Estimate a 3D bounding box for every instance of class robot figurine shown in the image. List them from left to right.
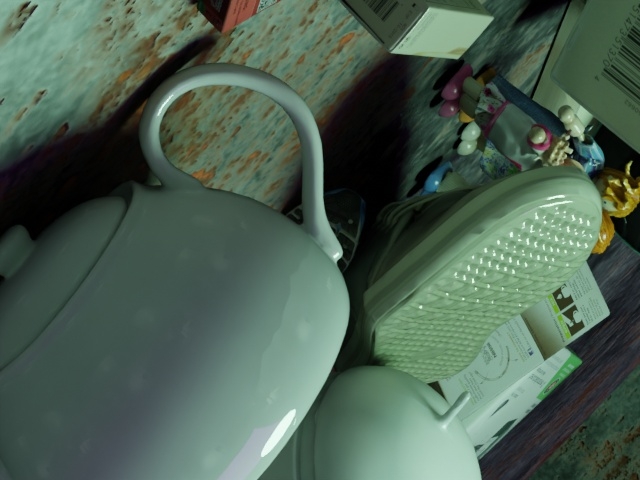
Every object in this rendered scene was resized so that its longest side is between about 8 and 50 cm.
[{"bbox_3d":[-0.018,0.215,1.529,0.353,0.300,0.200,-15,-160,27],"label":"robot figurine"}]

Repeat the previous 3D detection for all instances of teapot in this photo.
[{"bbox_3d":[-0.115,0.052,1.126,0.252,0.187,0.256,-34,-158,45],"label":"teapot"}]

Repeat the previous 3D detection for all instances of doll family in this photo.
[{"bbox_3d":[0.187,-0.061,1.551,0.118,0.163,0.263,-44,164,-20],"label":"doll family"}]

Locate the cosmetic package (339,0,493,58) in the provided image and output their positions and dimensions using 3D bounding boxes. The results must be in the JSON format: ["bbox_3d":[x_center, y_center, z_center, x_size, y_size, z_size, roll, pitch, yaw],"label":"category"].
[{"bbox_3d":[0.062,-0.154,1.228,0.041,0.060,0.115,-49,161,20],"label":"cosmetic package"}]

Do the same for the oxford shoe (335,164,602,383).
[{"bbox_3d":[0.094,0.016,1.511,0.169,0.130,0.449,-8,165,-15],"label":"oxford shoe"}]

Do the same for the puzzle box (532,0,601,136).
[{"bbox_3d":[0.298,-0.163,1.764,0.272,0.052,0.409,-36,162,-24],"label":"puzzle box"}]

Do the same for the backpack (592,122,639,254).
[{"bbox_3d":[0.334,-0.076,1.680,0.144,0.166,0.188,-13,150,-42],"label":"backpack"}]

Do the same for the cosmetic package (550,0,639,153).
[{"bbox_3d":[0.342,-0.182,1.516,0.296,0.129,0.153,-24,149,-42],"label":"cosmetic package"}]

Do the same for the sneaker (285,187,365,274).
[{"bbox_3d":[0.000,0.000,1.487,0.073,0.063,0.162,-51,176,-34],"label":"sneaker"}]

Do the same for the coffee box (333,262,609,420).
[{"bbox_3d":[0.151,0.094,1.877,0.246,0.098,0.141,-31,-172,-38],"label":"coffee box"}]

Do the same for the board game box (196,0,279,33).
[{"bbox_3d":[0.019,-0.234,0.987,0.145,0.027,0.281,-35,161,-31],"label":"board game box"}]

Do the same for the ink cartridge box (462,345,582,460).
[{"bbox_3d":[0.144,0.187,2.132,0.289,0.121,0.211,-45,163,5],"label":"ink cartridge box"}]
